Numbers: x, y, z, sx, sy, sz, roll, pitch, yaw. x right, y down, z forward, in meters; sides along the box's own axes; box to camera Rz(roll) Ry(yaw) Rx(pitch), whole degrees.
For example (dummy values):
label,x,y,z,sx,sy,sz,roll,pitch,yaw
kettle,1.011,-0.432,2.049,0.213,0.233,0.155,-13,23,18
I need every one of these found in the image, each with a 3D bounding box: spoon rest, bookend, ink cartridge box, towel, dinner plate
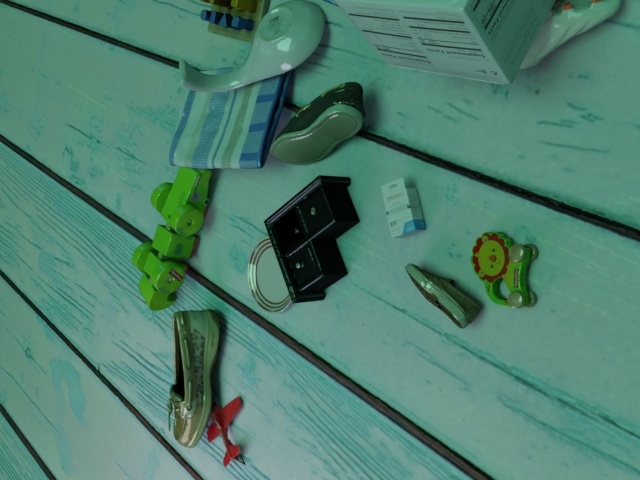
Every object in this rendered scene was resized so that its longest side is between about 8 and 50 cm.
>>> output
label,x,y,z,sx,sy,sz,roll,pitch,yaw
spoon rest,-0.113,-0.330,1.282,0.276,0.084,0.137,-18,61,21
bookend,0.000,0.000,1.204,0.156,0.072,0.157,-35,67,40
ink cartridge box,0.125,-0.050,1.106,0.048,0.028,0.083,-21,76,44
towel,-0.177,-0.233,1.367,0.285,0.034,0.209,8,79,44
dinner plate,-0.085,0.063,1.331,0.141,0.017,0.141,1,92,45

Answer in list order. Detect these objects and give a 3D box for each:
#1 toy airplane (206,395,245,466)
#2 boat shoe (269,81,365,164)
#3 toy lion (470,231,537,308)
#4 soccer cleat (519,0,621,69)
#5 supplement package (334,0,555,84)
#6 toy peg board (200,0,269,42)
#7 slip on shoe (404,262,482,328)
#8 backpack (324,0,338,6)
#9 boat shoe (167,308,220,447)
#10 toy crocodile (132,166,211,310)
label,x,y,z,sx,sy,sz,roll,pitch,yaw
toy airplane,-0.189,0.377,1.436,0.151,0.028,0.151,3,94,47
boat shoe,-0.004,-0.189,1.205,0.228,0.081,0.068,-21,51,52
toy lion,0.243,0.038,0.989,0.096,0.034,0.100,4,94,52
soccer cleat,0.282,-0.262,0.925,0.196,0.068,0.076,-11,126,33
supplement package,0.181,-0.349,0.891,0.204,0.145,0.262,23,79,43
toy peg board,-0.173,-0.464,1.366,0.161,0.079,0.160,27,109,43
slip on shoe,0.175,0.071,1.052,0.041,0.051,0.135,-40,45,-6
backpack,0.051,-0.417,1.134,0.105,0.084,0.114,36,113,37
boat shoe,-0.269,0.274,1.459,0.104,0.089,0.285,15,99,59
toy crocodile,-0.296,-0.006,1.497,0.115,0.105,0.340,35,110,40
